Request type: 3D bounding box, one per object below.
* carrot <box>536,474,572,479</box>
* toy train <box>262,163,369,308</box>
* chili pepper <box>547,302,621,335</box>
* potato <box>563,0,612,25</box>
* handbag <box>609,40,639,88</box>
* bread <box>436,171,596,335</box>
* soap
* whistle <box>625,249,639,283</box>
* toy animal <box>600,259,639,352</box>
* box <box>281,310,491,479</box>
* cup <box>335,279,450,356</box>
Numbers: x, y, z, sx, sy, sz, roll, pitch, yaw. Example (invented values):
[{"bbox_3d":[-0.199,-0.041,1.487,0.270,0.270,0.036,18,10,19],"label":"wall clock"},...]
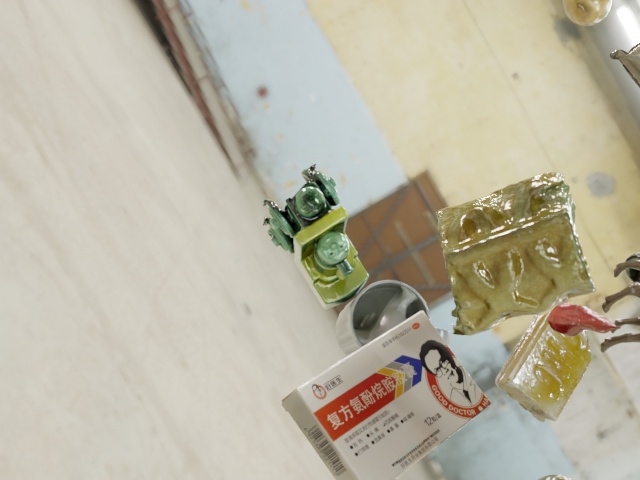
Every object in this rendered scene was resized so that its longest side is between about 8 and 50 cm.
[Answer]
[{"bbox_3d":[0.390,0.571,1.994,0.139,0.301,0.138,24,18,-8],"label":"carrot"},{"bbox_3d":[0.000,0.000,2.102,0.237,0.150,0.369,56,-6,7],"label":"toy train"},{"bbox_3d":[0.350,0.108,1.441,0.027,0.045,0.178,39,-7,-14],"label":"chili pepper"},{"bbox_3d":[0.596,-0.547,2.383,0.118,0.109,0.178,53,30,-20],"label":"potato"},{"bbox_3d":[0.773,-0.344,2.293,0.270,0.183,0.117,54,10,-1],"label":"handbag"},{"bbox_3d":[0.324,0.020,1.825,0.196,0.252,0.238,-55,132,-73],"label":"bread"},{"bbox_3d":[0.537,0.275,2.494,0.160,0.257,0.080,40,-21,-12],"label":"soap"},{"bbox_3d":[0.647,-0.009,1.869,0.057,0.326,0.067,3,-65,51],"label":"whistle"},{"bbox_3d":[0.477,0.138,1.449,0.094,0.186,0.214,-42,132,-50],"label":"toy animal"},{"bbox_3d":[0.122,0.281,1.850,0.353,0.069,0.214,-25,75,-45],"label":"box"},{"bbox_3d":[0.142,0.197,2.245,0.221,0.167,0.202,40,-16,-2],"label":"cup"}]
